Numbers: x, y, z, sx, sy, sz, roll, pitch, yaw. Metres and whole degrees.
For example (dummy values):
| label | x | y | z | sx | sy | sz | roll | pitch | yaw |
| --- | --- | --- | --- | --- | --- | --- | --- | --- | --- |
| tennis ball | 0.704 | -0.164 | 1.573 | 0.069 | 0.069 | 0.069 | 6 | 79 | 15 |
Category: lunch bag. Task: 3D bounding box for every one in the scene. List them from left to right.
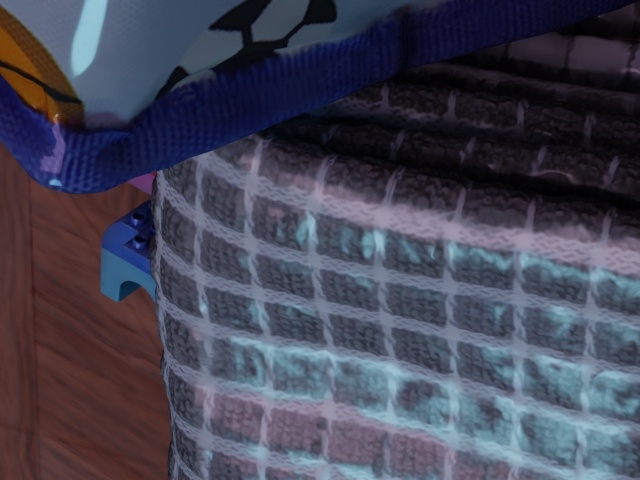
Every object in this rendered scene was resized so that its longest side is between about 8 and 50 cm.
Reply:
| label | x | y | z | sx | sy | sz | roll | pitch | yaw |
| --- | --- | --- | --- | --- | --- | --- | --- | --- | --- |
| lunch bag | -0.075 | -0.260 | 0.393 | 0.385 | 0.239 | 0.328 | 49 | 142 | 31 |

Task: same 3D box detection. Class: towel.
| label | x | y | z | sx | sy | sz | roll | pitch | yaw |
| --- | --- | --- | --- | --- | --- | --- | --- | --- | --- |
| towel | 0.093 | 0.062 | 0.470 | 0.283 | 0.121 | 0.235 | 11 | 123 | 16 |

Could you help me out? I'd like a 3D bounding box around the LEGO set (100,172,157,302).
| label | x | y | z | sx | sy | sz | roll | pitch | yaw |
| --- | --- | --- | --- | --- | --- | --- | --- | --- | --- |
| LEGO set | 0.000 | 0.000 | 0.602 | 0.227 | 0.087 | 0.093 | 28 | 134 | 25 |
